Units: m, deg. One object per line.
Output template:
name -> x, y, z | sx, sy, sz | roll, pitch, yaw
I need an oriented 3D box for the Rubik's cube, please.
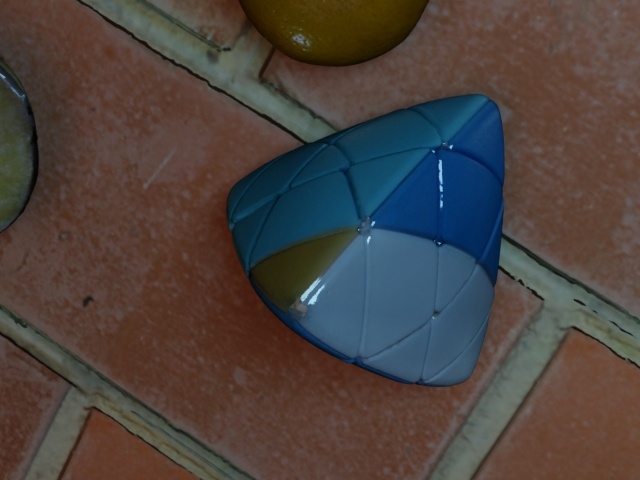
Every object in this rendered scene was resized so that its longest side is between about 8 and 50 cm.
Rubik's cube -> 0.000, 0.000, 0.995 | 0.254, 0.254, 0.254 | 6, 107, 20

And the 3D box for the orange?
orange -> 0.011, -0.210, 0.984 | 0.156, 0.124, 0.156 | 2, 115, 5

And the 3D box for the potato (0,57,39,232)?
potato -> -0.382, -0.108, 1.171 | 0.299, 0.116, 0.239 | 6, 113, 8
